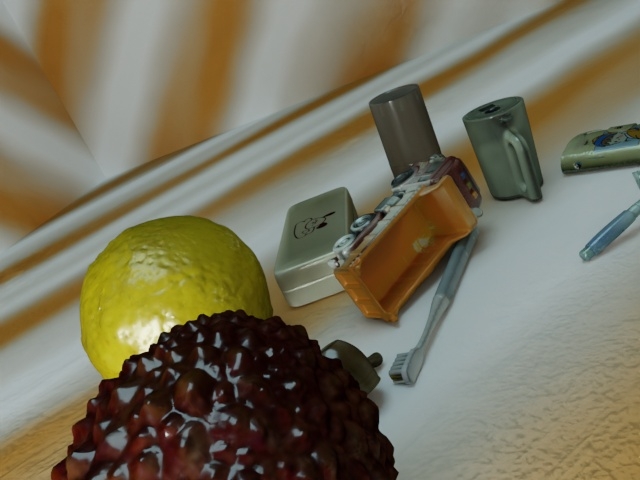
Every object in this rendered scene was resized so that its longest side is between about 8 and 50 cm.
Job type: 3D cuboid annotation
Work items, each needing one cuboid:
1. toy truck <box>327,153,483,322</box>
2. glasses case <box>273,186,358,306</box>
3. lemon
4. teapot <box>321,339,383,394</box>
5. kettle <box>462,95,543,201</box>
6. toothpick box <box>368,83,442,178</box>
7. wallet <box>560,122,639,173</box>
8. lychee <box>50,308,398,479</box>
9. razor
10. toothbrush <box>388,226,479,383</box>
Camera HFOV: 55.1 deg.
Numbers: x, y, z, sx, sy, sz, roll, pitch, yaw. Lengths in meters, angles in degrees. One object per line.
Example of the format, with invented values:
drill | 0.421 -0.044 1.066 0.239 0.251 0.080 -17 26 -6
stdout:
toy truck | 0.124 -0.012 0.883 0.270 0.114 0.135 -47 22 -28
glasses case | 0.000 0.000 1.087 0.131 0.070 0.313 -21 21 11
lemon | -0.190 0.087 0.834 0.253 0.253 0.310 -22 22 7
teapot | 0.030 0.152 0.704 0.085 0.080 0.110 -37 -2 31
kettle | 0.308 -0.147 0.992 0.098 0.148 0.127 -34 21 -28
toothpick box | 0.178 -0.215 1.254 0.111 0.180 0.111 -20 22 8
wallet | 0.473 -0.152 0.972 0.155 0.039 0.110 -4 30 41
lychee | -0.068 0.199 0.453 0.264 0.300 0.264 -3 -18 -1
razor | 0.374 -0.023 0.765 0.135 0.068 0.040 -39 20 -6
toothbrush | 0.161 0.069 0.810 0.030 0.025 0.342 -16 23 37
